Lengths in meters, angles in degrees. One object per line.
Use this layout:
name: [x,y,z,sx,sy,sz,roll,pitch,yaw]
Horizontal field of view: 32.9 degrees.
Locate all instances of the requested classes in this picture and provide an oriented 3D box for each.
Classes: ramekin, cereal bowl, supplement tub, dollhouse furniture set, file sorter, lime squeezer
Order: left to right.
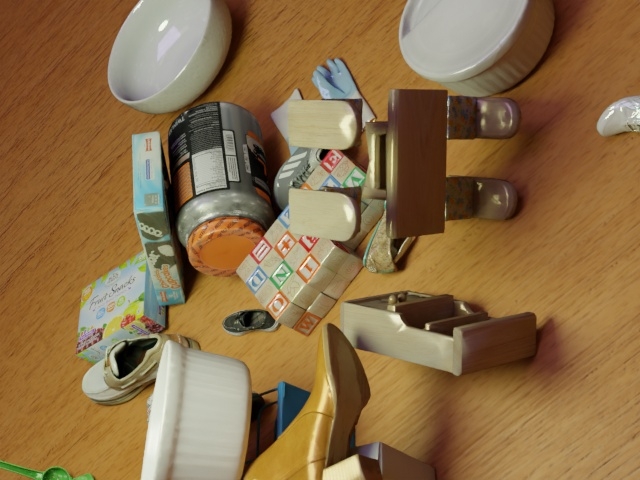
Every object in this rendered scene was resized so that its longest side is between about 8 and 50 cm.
lime squeezer: [-0.500,0.473,2.146,0.310,0.110,0.059,10,54,15]
cereal bowl: [-0.321,-0.427,2.453,0.339,0.141,0.339,-23,52,33]
ramekin: [-0.195,0.302,1.688,0.277,0.135,0.277,-170,90,-79]
supplement tub: [-0.193,-0.098,2.105,0.193,0.193,0.316,-32,49,27]
file sorter: [-0.038,0.317,1.739,0.104,0.170,0.118,-25,52,37]
dollhouse furniture set: [0.170,-0.026,1.614,0.256,0.362,0.394,9,102,47]
ramekin: [0.277,-0.372,1.864,0.272,0.127,0.273,-22,54,34]

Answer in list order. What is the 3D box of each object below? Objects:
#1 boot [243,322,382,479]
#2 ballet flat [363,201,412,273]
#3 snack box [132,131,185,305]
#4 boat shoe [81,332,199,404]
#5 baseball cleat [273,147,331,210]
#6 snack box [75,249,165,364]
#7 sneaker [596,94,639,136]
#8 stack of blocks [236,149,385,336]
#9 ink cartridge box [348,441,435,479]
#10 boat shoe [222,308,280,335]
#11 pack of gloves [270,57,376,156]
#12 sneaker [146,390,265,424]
boot: [-0.029,0.282,1.577,0.211,0.104,0.295,-31,48,25]
ballet flat: [0.135,-0.036,1.865,0.067,0.073,0.206,13,78,19]
snack box: [-0.314,-0.036,2.117,0.060,0.322,0.187,-6,55,-3]
boat shoe: [-0.380,0.243,2.153,0.302,0.103,0.113,-25,52,32]
baseball cleat: [-0.027,-0.136,2.027,0.206,0.072,0.109,-63,17,15]
snack box: [-0.414,0.141,2.264,0.207,0.070,0.175,-28,45,28]
sneaker: [0.484,-0.187,1.616,0.152,0.053,0.061,-25,55,31]
stack of blocks: [0.000,0.000,1.943,0.297,0.087,0.171,-52,43,7]
ink cartridge box: [0.051,0.379,1.631,0.208,0.153,0.087,-19,54,34]
boat shoe: [-0.136,0.148,2.022,0.142,0.040,0.049,-8,62,40]
pack of gloves: [-0.011,-0.252,2.130,0.195,0.046,0.232,-41,45,17]
sneaker: [-0.221,0.296,1.981,0.270,0.090,0.145,-35,50,28]
